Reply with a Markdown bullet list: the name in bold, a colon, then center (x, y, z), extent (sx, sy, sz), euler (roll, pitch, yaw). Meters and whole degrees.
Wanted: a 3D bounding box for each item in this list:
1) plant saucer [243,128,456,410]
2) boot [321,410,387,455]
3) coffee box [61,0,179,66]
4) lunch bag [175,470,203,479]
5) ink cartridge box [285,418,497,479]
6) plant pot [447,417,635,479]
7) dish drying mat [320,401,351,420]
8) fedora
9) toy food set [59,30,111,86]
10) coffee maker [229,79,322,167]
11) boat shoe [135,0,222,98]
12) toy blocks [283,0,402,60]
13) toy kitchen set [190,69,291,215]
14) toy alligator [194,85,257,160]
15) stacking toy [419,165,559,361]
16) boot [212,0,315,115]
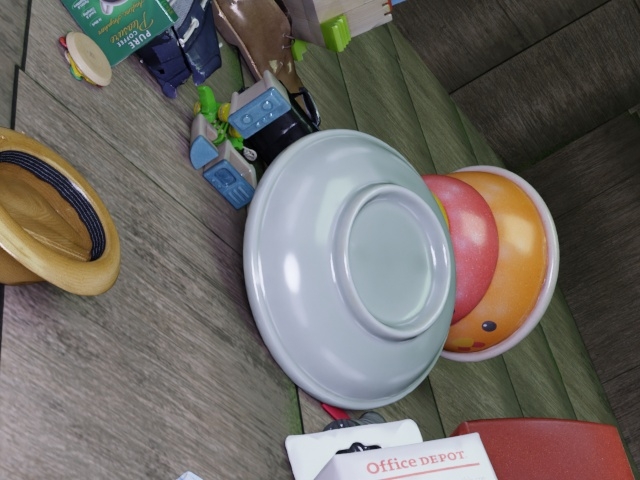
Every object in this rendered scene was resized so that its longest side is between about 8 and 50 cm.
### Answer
- **plant saucer**: center (0.077, 0.034, 1.508), extent (0.401, 0.101, 0.400), euler (9, 77, -42)
- **boot**: center (0.098, 0.334, 1.422), extent (0.246, 0.083, 0.161), euler (65, 19, 17)
- **coffee box**: center (-0.285, -0.334, 1.431), extent (0.184, 0.113, 0.040), euler (53, 16, -15)
- **lunch bag**: center (-0.110, 0.271, 1.022), extent (0.083, 0.053, 0.071), euler (37, 24, -29)
- **ink cartridge box**: center (0.111, 0.347, 1.235), extent (0.207, 0.119, 0.353), euler (-3, 56, -29)
- **plant pot**: center (0.257, 0.390, 1.462), extent (0.236, 0.267, 0.267), euler (22, 33, -18)
- **dish drying mat**: center (0.025, 0.241, 1.502), extent (0.083, 0.008, 0.032), euler (47, 22, -30)
- **fedora**: center (-0.273, -0.014, 1.000), extent (0.194, 0.079, 0.194), euler (43, 24, -25)
- **toy food set**: center (-0.297, -0.230, 1.378), extent (0.083, 0.020, 0.083), euler (24, 39, -61)
- **coffee maker**: center (-0.059, -0.154, 1.720), extent (0.178, 0.120, 0.171), euler (51, 31, 7)
- **boat shoe**: center (-0.210, -0.337, 1.650), extent (0.158, 0.127, 0.340), euler (59, 25, -23)
- **toy blocks**: center (0.043, -0.475, 2.064), extent (0.381, 0.261, 0.190), euler (32, -36, 58)
- **toy kitchen set**: center (-0.071, -0.103, 1.538), extent (0.207, 0.166, 0.122), euler (46, 22, -34)
- **toy alligator**: center (-0.145, -0.158, 1.628), extent (0.051, 0.056, 0.189), euler (-65, 149, -22)
- **stacking toy**: center (0.130, 0.011, 1.783), extent (0.480, 0.351, 0.350), euler (12, 48, -45)
- **boot**: center (-0.082, -0.351, 1.997), extent (0.305, 0.115, 0.112), euler (52, 16, -27)
